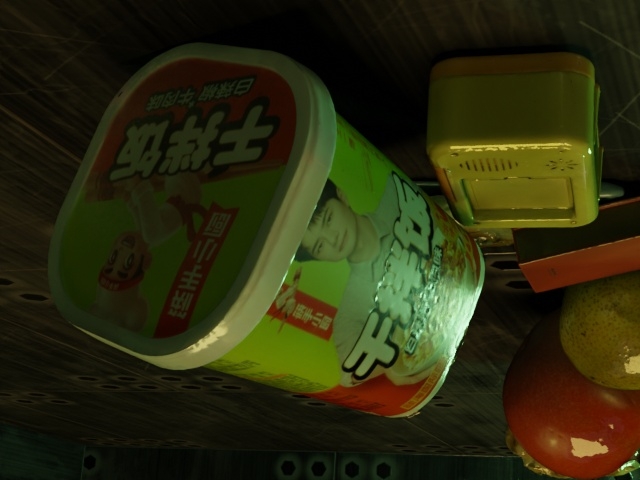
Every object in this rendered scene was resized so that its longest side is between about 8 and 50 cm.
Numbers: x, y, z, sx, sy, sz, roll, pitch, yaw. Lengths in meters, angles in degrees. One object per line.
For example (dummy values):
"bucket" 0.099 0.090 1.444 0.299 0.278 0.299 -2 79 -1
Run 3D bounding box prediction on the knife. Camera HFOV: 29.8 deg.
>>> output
"knife" 0.166 -0.056 1.295 0.313 0.019 0.044 3 166 11

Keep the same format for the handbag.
"handbag" 0.313 0.002 1.306 0.190 0.063 0.127 -14 159 14

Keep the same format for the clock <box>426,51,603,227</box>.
"clock" 0.173 -0.084 1.057 0.143 0.096 0.202 2 162 15

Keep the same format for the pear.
"pear" 0.382 0.085 1.435 0.198 0.198 0.198 4 163 1

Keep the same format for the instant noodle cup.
"instant noodle cup" -0.025 0.013 1.056 0.294 0.294 0.308 -10 153 38

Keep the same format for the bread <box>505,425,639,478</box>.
"bread" 0.462 0.294 2.023 0.238 0.196 0.252 -21 -175 -30

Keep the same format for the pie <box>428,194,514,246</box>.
"pie" 0.150 -0.016 1.356 0.187 0.041 0.187 3 168 1

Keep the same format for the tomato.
"tomato" 0.383 0.211 1.713 0.224 0.256 0.256 33 161 -1
